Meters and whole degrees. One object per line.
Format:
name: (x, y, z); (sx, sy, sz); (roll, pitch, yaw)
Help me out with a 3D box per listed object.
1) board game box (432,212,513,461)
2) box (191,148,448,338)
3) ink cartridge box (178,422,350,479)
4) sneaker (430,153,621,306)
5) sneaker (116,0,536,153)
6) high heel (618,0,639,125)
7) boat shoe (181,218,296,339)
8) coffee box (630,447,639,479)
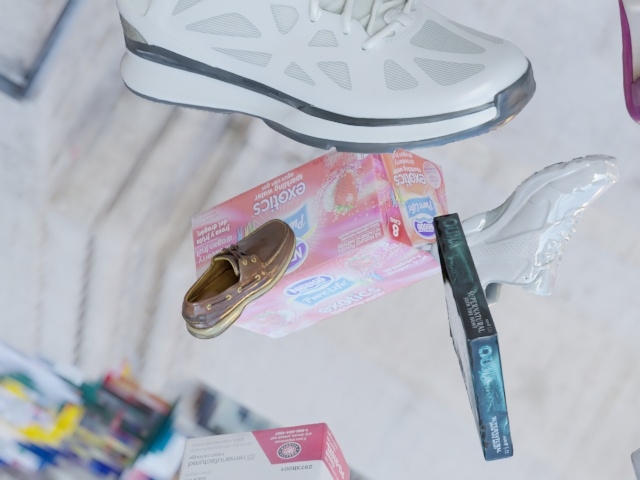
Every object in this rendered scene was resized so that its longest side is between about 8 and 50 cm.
board game box: (0.126, 0.078, 1.603); (0.186, 0.026, 0.126); (-101, 180, -57)
box: (0.000, 0.000, 2.393); (0.300, 0.154, 0.142); (-23, -118, 33)
ink cartridge box: (-0.070, 0.328, 2.101); (0.237, 0.172, 0.100); (-83, 158, -43)
sneaker: (0.233, -0.004, 2.032); (0.232, 0.115, 0.090); (-35, 167, 30)
sneaker: (-0.014, -0.242, 1.846); (0.169, 0.447, 0.257); (-50, 143, -47)
high heel: (0.384, -0.254, 2.250); (0.117, 0.082, 0.244); (85, -2, -85)
boat shoe: (-0.093, 0.036, 2.228); (0.178, 0.064, 0.060); (-47, 142, -24)
coffee box: (0.502, 0.269, 1.492); (0.334, 0.338, 0.337); (-27, -159, -22)
